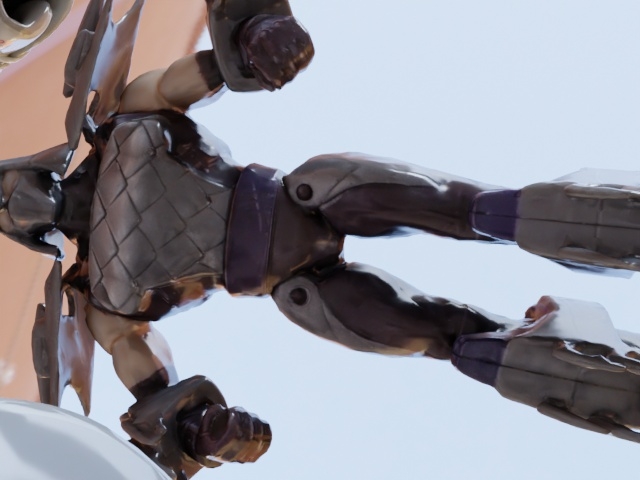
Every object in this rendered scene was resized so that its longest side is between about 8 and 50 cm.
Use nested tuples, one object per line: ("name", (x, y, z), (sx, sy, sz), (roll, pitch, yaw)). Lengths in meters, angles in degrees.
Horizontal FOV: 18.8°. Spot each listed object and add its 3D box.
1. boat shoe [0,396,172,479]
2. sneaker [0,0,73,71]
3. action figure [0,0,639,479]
("boat shoe", (-0.163, 0.168, 0.433), (0.136, 0.367, 0.156), (48, -53, -1))
("sneaker", (-0.193, -0.121, 1.039), (0.090, 0.115, 0.232), (24, -70, -31))
("action figure", (0.000, 0.000, 0.681), (0.285, 0.099, 0.185), (9, -75, 7))
